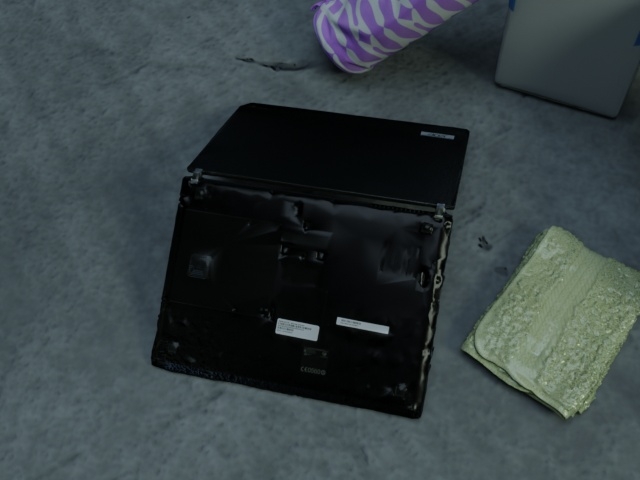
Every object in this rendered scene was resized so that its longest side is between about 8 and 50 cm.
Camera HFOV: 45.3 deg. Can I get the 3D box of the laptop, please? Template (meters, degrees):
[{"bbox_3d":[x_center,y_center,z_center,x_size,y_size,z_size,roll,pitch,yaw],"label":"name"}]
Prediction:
[{"bbox_3d":[0.000,0.000,0.695,0.234,0.136,0.264,9,87,11],"label":"laptop"}]

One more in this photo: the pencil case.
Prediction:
[{"bbox_3d":[0.084,-0.234,0.716,0.088,0.206,0.086,50,44,-14],"label":"pencil case"}]

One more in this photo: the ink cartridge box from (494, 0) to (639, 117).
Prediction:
[{"bbox_3d":[0.285,-0.310,0.719,0.129,0.223,0.307,21,65,16],"label":"ink cartridge box"}]

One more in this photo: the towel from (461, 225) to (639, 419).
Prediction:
[{"bbox_3d":[0.197,0.063,0.630,0.110,0.027,0.148,32,68,20],"label":"towel"}]
